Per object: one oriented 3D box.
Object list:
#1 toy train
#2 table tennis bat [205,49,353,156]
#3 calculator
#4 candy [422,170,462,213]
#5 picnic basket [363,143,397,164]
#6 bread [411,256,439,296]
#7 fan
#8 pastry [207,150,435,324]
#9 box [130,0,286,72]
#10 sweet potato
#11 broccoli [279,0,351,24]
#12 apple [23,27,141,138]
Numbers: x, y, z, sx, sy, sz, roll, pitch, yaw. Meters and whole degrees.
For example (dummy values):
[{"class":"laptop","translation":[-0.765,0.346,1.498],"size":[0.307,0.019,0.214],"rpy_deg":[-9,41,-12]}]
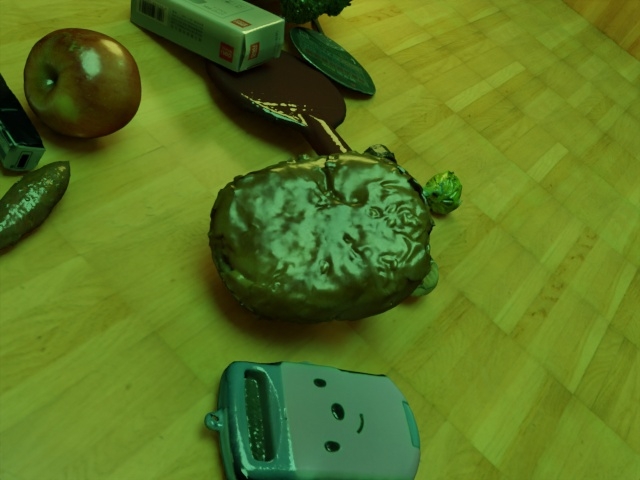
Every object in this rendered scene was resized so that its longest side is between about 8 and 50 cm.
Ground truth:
[{"class":"toy train","translation":[-0.467,-0.196,0.979],"size":[0.055,0.048,0.252],"rpy_deg":[-5,48,-49]},{"class":"table tennis bat","translation":[-0.054,-0.259,1.269],"size":[0.268,0.051,0.415],"rpy_deg":[-4,45,-38]},{"class":"calculator","translation":[-0.004,0.232,0.865],"size":[0.293,0.051,0.173],"rpy_deg":[11,47,-25]},{"class":"candy","translation":[0.176,-0.087,1.244],"size":[0.262,0.073,0.077],"rpy_deg":[-3,75,-50]},{"class":"picnic basket","translation":[0.114,-0.130,1.278],"size":[0.072,0.072,0.083],"rpy_deg":[2,49,-32]},{"class":"bread","translation":[0.064,-0.016,1.142],"size":[0.207,0.056,0.286],"rpy_deg":[-3,50,-37]},{"class":"fan","translation":[0.000,-0.416,1.488],"size":[0.223,0.012,0.294],"rpy_deg":[-9,56,-53]},{"class":"pastry","translation":[0.000,0.000,0.976],"size":[0.311,0.162,0.255],"rpy_deg":[-4,66,-6]},{"class":"box","translation":[-0.207,-0.406,1.276],"size":[0.269,0.079,0.135],"rpy_deg":[29,39,18]},{"class":"sweet potato","translation":[-0.381,-0.038,0.877],"size":[0.068,0.060,0.206],"rpy_deg":[2,38,20]},{"class":"broccoli","translation":[-0.064,-0.638,1.466],"size":[0.413,0.310,0.321],"rpy_deg":[-33,50,-12]},{"class":"apple","translation":[-0.342,-0.227,1.008],"size":[0.163,0.163,0.139],"rpy_deg":[51,26,18]}]
